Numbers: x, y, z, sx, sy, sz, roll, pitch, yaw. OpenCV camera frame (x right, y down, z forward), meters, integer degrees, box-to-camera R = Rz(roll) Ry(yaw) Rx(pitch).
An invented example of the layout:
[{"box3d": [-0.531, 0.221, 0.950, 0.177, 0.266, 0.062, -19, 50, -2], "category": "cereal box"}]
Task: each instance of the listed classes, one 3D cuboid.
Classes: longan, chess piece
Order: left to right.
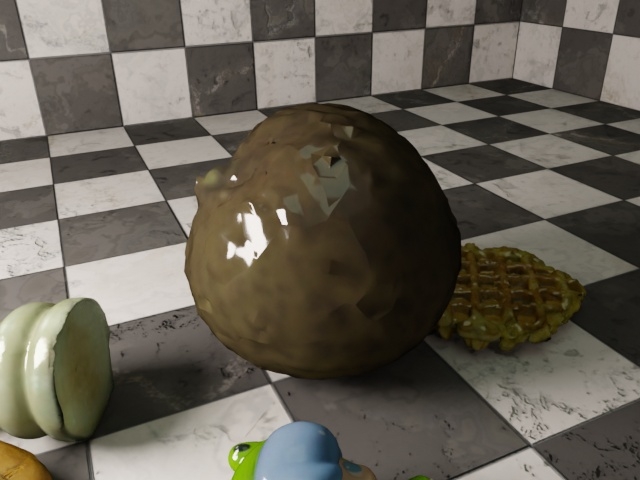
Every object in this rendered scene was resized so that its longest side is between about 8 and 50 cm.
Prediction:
[{"box3d": [-0.452, 0.166, 0.728, 0.330, 0.183, 0.182, -3, 27, 0], "category": "chess piece"}, {"box3d": [0.000, 0.000, 0.816, 0.390, 0.392, 0.391, -1, 27, 0], "category": "longan"}]

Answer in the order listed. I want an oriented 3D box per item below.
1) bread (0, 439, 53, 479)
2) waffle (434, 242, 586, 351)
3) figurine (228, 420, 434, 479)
[{"box3d": [-0.381, 0.266, 0.637, 0.189, 0.078, 0.114, 12, 34, 19], "category": "bread"}, {"box3d": [0.271, 0.084, 0.982, 0.324, 0.068, 0.302, -20, 32, -30], "category": "waffle"}, {"box3d": [0.029, 0.271, 0.557, 0.263, 0.143, 0.162, 16, 35, -3], "category": "figurine"}]
